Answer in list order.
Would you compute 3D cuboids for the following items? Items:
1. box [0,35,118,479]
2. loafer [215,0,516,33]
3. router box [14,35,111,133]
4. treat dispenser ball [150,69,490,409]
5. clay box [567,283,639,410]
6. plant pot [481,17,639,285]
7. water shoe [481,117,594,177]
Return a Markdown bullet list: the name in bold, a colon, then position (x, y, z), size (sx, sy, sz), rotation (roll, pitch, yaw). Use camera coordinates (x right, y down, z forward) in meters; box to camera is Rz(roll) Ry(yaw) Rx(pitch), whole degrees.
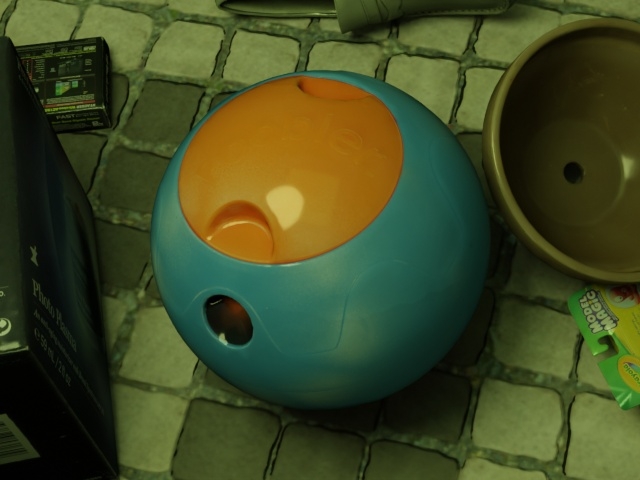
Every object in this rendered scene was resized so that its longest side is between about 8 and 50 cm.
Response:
- **box**: position (-0.298, 0.036, 1.196), size (0.182, 0.296, 0.294), rotation (-11, 62, 0)
- **loafer**: position (0.045, -0.260, 1.436), size (0.319, 0.112, 0.111), rotation (8, 68, 18)
- **router box**: position (-0.278, -0.157, 1.445), size (0.122, 0.038, 0.092), rotation (-6, 61, 3)
- **treat dispenser ball**: position (0.000, 0.000, 1.191), size (0.288, 0.288, 0.288), rotation (-2, 62, 4)
- **clay box**: position (0.344, 0.071, 1.253), size (0.222, 0.053, 0.127), rotation (-20, 59, -4)
- **plant pot**: position (0.249, -0.072, 1.270), size (0.237, 0.110, 0.237), rotation (2, 80, -12)
- **water shoe**: position (0.237, -0.124, 1.371), size (0.080, 0.073, 0.203), rotation (37, 75, 0)
